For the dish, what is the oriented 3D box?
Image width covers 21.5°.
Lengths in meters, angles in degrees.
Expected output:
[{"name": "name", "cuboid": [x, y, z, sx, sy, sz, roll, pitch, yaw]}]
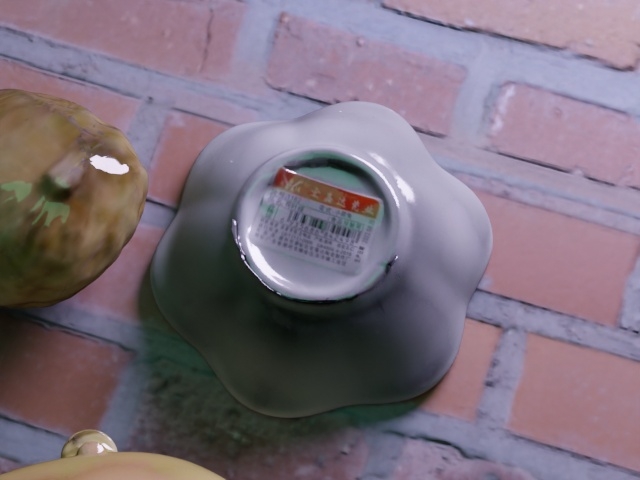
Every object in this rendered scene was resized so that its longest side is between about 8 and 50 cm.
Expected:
[{"name": "dish", "cuboid": [0.000, 0.000, 1.086, 0.229, 0.081, 0.229, -1, 70, 2]}]

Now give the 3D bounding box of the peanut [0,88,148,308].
[{"name": "peanut", "cuboid": [-0.194, -0.028, 1.091, 0.159, 0.109, 0.140, 26, 62, 23]}]

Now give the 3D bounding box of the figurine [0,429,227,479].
[{"name": "figurine", "cuboid": [-0.176, 0.236, 0.985, 0.324, 0.124, 0.222, -15, 75, -14]}]
